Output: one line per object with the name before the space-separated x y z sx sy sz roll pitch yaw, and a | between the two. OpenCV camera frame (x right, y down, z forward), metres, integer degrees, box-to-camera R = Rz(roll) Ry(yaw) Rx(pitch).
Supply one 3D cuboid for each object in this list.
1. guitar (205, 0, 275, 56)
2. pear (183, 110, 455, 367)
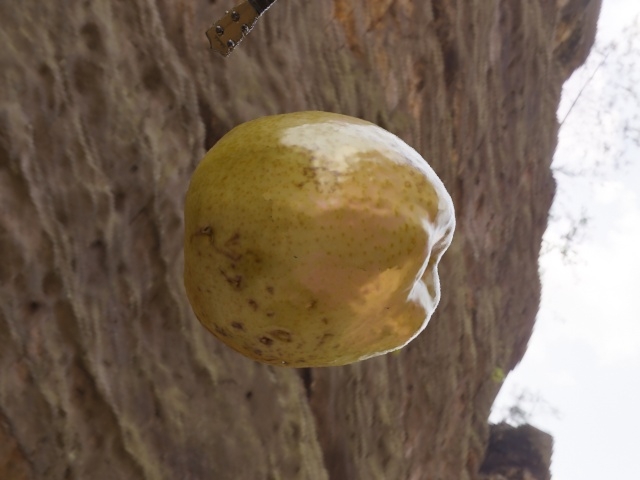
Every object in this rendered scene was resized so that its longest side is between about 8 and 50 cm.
guitar | -0.018 -0.287 0.993 0.084 0.271 0.038 46 -6 -18
pear | 0.000 0.000 0.628 0.178 0.178 0.178 24 -35 18
